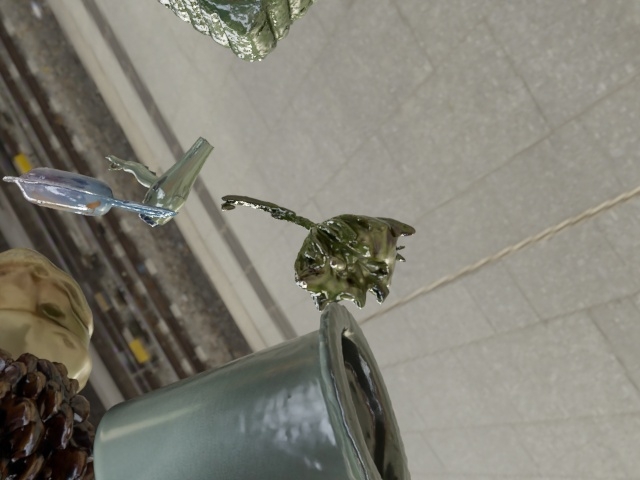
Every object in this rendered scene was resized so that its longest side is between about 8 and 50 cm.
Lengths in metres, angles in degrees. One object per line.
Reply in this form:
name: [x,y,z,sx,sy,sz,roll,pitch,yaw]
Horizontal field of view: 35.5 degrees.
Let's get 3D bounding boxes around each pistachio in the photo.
pistachio: [-0.527,0.125,1.348,0.365,0.445,0.281,75,-166,-49]

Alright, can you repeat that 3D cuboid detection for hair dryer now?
hair dryer: [-0.264,-0.132,1.675,0.199,0.167,0.067,51,-175,37]

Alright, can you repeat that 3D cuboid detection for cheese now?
cheese: [-0.335,-0.062,1.448,0.135,0.244,0.052,180,102,-68]

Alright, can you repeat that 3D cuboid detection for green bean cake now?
green bean cake: [-0.095,-0.372,1.301,0.222,0.227,0.125,35,171,18]

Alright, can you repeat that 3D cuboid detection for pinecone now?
pinecone: [-0.363,0.223,1.103,0.221,0.221,0.221,49,158,28]

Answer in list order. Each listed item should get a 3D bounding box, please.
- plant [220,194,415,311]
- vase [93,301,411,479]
plant: [0.008,-0.031,1.814,0.333,0.251,0.180,53,131,35]
vase: [-0.072,0.227,1.064,0.245,0.291,0.245,-21,-90,-78]
